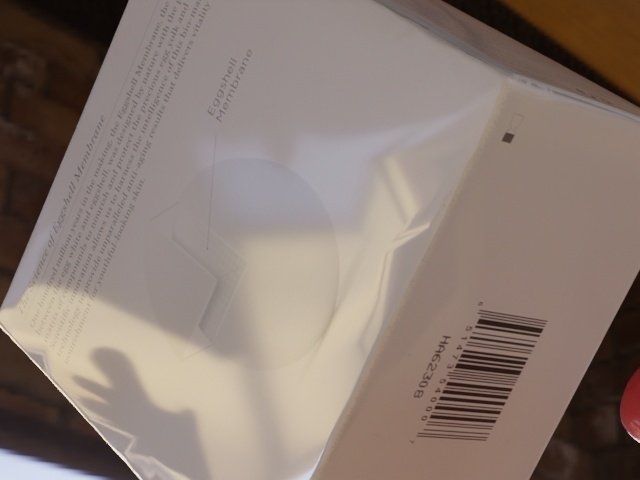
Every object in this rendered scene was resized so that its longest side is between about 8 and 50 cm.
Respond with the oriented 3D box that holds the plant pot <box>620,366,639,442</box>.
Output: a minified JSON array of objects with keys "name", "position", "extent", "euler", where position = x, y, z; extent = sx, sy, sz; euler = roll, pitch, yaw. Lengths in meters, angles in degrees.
[{"name":"plant pot","position":[0.173,0.120,0.443],"extent":[0.191,0.174,0.191],"euler":[5,-175,0]}]

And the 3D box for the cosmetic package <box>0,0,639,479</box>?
[{"name":"cosmetic package","position":[0.000,0.000,0.640],"extent":[0.138,0.224,0.224],"euler":[11,-160,-46]}]
